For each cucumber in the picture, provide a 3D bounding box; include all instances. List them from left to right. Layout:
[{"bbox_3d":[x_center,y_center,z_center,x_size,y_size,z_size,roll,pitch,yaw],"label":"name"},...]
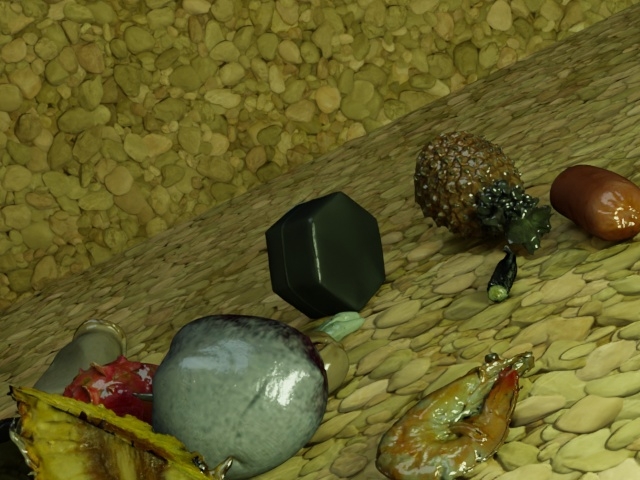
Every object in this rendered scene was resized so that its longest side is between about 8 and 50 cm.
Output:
[{"bbox_3d":[0.310,0.055,1.837,0.039,0.043,0.163,-66,-10,29],"label":"cucumber"}]

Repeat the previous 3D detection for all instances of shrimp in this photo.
[{"bbox_3d":[0.194,0.225,1.413,0.154,0.062,0.294,10,40,46],"label":"shrimp"}]

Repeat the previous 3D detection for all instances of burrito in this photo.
[{"bbox_3d":[0.021,0.163,1.939,0.118,0.044,0.074,-35,13,-20],"label":"burrito"}]

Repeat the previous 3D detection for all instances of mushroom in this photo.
[{"bbox_3d":[-0.484,0.278,2.215,0.154,0.137,0.407,-37,11,6],"label":"mushroom"}]

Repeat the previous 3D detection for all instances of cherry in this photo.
[{"bbox_3d":[-0.131,0.228,1.597,0.296,0.218,0.255,-6,40,18],"label":"cherry"}]

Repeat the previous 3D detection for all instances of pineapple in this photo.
[{"bbox_3d":[-0.263,0.316,1.447,0.334,0.158,0.161,17,-4,8],"label":"pineapple"},{"bbox_3d":[0.316,-0.079,2.029,0.202,0.202,0.362,-29,28,-12],"label":"pineapple"}]

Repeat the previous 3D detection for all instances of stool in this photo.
[{"bbox_3d":[0.011,0.030,2.082,0.141,0.232,0.232,-15,18,41],"label":"stool"}]

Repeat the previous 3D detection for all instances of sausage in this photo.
[{"bbox_3d":[0.472,-0.064,1.831,0.113,0.114,0.259,-26,14,0],"label":"sausage"}]

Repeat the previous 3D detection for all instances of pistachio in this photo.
[{"bbox_3d":[-0.020,0.208,1.741,0.149,0.113,0.113,-37,17,-14],"label":"pistachio"}]

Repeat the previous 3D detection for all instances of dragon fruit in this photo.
[{"bbox_3d":[-0.285,0.289,1.730,0.268,0.205,0.210,9,-5,-5],"label":"dragon fruit"}]

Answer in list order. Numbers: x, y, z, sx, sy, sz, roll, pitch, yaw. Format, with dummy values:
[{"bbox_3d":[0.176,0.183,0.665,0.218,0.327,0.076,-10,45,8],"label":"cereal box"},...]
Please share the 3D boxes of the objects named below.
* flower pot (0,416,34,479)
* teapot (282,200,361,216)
[{"bbox_3d":[-0.454,0.393,1.568,0.266,0.267,0.267,-34,5,-29],"label":"flower pot"},{"bbox_3d":[0.000,0.000,2.347,0.232,0.159,0.159,-40,18,-17],"label":"teapot"}]
